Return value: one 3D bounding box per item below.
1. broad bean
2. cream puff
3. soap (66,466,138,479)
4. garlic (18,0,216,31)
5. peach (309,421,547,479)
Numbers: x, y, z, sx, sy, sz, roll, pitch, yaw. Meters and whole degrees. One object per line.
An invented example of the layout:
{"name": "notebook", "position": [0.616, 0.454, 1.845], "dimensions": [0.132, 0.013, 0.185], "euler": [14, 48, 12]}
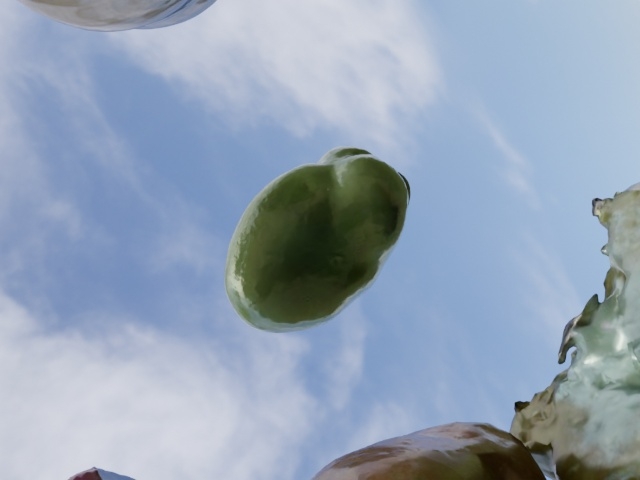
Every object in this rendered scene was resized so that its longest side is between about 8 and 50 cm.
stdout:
{"name": "broad bean", "position": [0.000, 0.000, 0.854], "dimensions": [0.228, 0.100, 0.169], "euler": [-29, -61, -13]}
{"name": "cream puff", "position": [0.319, 0.114, 0.581], "dimensions": [0.270, 0.323, 0.274], "euler": [17, -169, -21]}
{"name": "soap", "position": [-0.256, 0.420, 1.012], "dimensions": [0.128, 0.233, 0.359], "euler": [47, 177, 29]}
{"name": "garlic", "position": [-0.180, -0.301, 0.603], "dimensions": [0.322, 0.241, 0.322], "euler": [42, -172, -8]}
{"name": "peach", "position": [0.069, 0.218, 0.537], "dimensions": [0.214, 0.214, 0.235], "euler": [49, -139, -18]}
